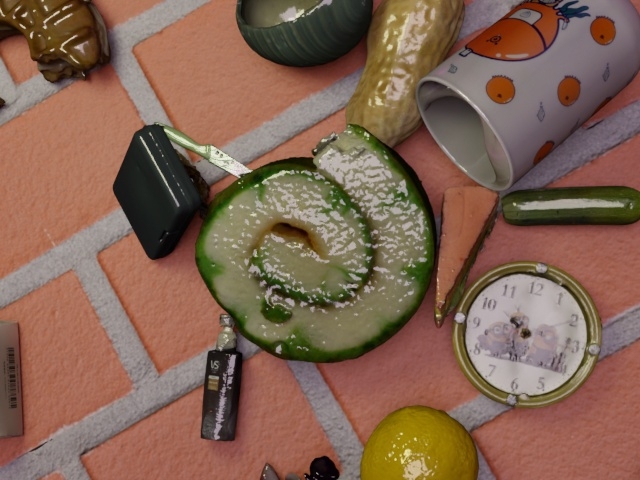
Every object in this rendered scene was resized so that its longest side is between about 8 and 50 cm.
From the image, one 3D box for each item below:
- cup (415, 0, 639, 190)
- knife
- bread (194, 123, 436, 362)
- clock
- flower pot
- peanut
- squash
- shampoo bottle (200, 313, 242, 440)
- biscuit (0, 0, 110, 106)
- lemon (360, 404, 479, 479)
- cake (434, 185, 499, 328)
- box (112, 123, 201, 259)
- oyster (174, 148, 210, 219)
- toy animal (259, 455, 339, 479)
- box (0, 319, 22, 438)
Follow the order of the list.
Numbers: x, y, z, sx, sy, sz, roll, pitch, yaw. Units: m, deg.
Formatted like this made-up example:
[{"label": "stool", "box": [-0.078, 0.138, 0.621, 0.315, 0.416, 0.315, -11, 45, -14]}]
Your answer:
[{"label": "cup", "box": [0.332, -0.252, 1.555, 0.317, 0.212, 0.212, -39, 81, -13]}, {"label": "knife", "box": [-0.197, -0.154, 1.731, 0.207, 0.014, 0.030, 30, 89, 8]}, {"label": "bread", "box": [0.000, 0.000, 1.590, 0.366, 0.129, 0.382, 20, 102, 5]}, {"label": "clock", "box": [0.325, 0.149, 1.611, 0.237, 0.057, 0.237, 0, 85, 5]}, {"label": "flower pot", "box": [-0.026, -0.374, 1.636, 0.243, 0.157, 0.189, 8, 87, 38]}, {"label": "peanut", "box": [0.133, -0.286, 1.643, 0.149, 0.149, 0.313, 17, 91, 9]}, {"label": "squash", "box": [0.405, -0.054, 1.618, 0.229, 0.066, 0.066, -2, 84, 9]}, {"label": "shampoo bottle", "box": [-0.157, 0.223, 1.665, 0.057, 0.063, 0.207, 5, 86, 18]}, {"label": "biscuit", "box": [-0.555, -0.341, 1.746, 0.366, 0.115, 0.268, -28, 82, 3]}, {"label": "lemon", "box": [0.149, 0.351, 1.550, 0.178, 0.178, 0.203, 24, 73, 9]}, {"label": "cake", "box": [0.201, 0.020, 1.587, 0.090, 0.109, 0.225, 23, 66, 12]}, {"label": "box", "box": [-0.268, -0.074, 1.632, 0.050, 0.230, 0.160, -25, 80, -28]}, {"label": "oyster", "box": [-0.226, -0.099, 1.687, 0.056, 0.105, 0.177, -45, 52, 3]}, {"label": "toy animal", "box": [-0.043, 0.484, 1.594, 0.090, 0.195, 0.324, -5, 107, -34]}, {"label": "box", "box": [-0.661, 0.243, 1.703, 0.299, 0.106, 0.200, -6, 83, 8]}]
